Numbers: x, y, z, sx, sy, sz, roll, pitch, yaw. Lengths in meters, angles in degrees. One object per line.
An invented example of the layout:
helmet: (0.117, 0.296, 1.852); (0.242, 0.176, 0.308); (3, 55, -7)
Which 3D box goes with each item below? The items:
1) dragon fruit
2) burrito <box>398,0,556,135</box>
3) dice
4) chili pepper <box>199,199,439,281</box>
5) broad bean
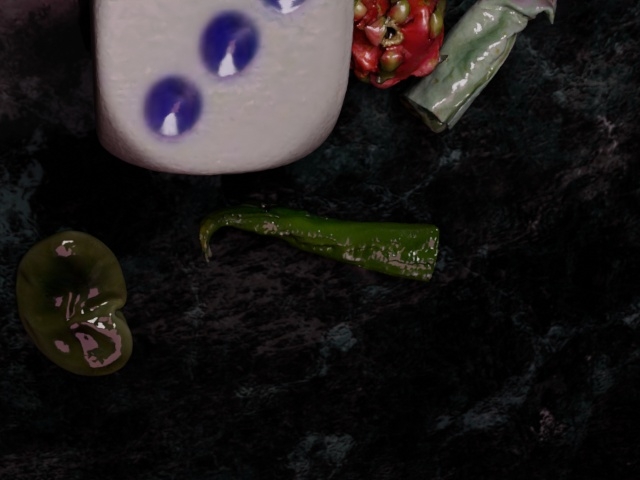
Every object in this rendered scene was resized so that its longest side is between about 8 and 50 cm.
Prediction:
dragon fruit: (0.088, -0.268, 1.364); (0.160, 0.172, 0.166); (26, 111, -17)
burrito: (0.197, -0.244, 1.439); (0.089, 0.144, 0.229); (37, 97, -17)
dice: (-0.118, -0.263, 1.239); (0.277, 0.304, 0.304); (-4, 118, -13)
chili pepper: (0.000, 0.000, 1.540); (0.359, 0.076, 0.085); (6, 96, -22)
broad bean: (-0.329, 0.085, 1.508); (0.153, 0.072, 0.206); (-24, 108, -5)
